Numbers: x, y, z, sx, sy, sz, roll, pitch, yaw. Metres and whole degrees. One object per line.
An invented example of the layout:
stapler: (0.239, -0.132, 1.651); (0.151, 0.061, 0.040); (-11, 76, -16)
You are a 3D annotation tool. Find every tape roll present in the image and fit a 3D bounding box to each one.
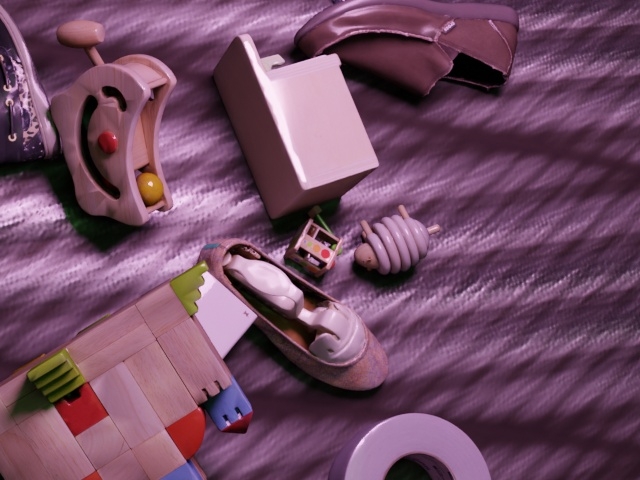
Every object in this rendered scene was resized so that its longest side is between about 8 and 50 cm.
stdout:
tape roll: (0.122, 0.348, 1.720); (0.219, 0.072, 0.219); (5, 73, -18)

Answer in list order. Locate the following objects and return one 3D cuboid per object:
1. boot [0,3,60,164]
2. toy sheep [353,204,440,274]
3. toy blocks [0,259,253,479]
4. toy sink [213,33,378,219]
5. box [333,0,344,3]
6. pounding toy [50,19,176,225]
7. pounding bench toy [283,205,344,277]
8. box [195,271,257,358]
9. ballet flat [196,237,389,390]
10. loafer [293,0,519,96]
boot: (-0.459, -0.193, 1.647); (0.178, 0.085, 0.236); (-22, 84, -21)
toy sheep: (0.109, 0.002, 1.802); (0.132, 0.091, 0.091); (-24, 85, -5)
toy blocks: (-0.236, 0.233, 1.541); (0.381, 0.191, 0.261); (-32, 95, -3)
toy sink: (-0.034, -0.172, 1.760); (0.131, 0.153, 0.234); (-20, 82, -24)
box: (0.069, -0.404, 1.928); (0.137, 0.027, 0.094); (-36, 91, -25)
pounding toy: (-0.244, -0.166, 1.662); (0.155, 0.154, 0.269); (-36, 116, -58)
pounding bench toy: (0.000, 0.000, 1.779); (0.065, 0.052, 0.083); (31, 67, -10)
box: (-0.159, 0.112, 1.671); (0.102, 0.087, 0.101); (43, 66, -5)
ballet flat: (-0.028, 0.101, 1.712); (0.316, 0.106, 0.107); (32, 66, -10)
loafer: (0.141, -0.281, 1.862); (0.366, 0.134, 0.130); (-4, 77, -21)
